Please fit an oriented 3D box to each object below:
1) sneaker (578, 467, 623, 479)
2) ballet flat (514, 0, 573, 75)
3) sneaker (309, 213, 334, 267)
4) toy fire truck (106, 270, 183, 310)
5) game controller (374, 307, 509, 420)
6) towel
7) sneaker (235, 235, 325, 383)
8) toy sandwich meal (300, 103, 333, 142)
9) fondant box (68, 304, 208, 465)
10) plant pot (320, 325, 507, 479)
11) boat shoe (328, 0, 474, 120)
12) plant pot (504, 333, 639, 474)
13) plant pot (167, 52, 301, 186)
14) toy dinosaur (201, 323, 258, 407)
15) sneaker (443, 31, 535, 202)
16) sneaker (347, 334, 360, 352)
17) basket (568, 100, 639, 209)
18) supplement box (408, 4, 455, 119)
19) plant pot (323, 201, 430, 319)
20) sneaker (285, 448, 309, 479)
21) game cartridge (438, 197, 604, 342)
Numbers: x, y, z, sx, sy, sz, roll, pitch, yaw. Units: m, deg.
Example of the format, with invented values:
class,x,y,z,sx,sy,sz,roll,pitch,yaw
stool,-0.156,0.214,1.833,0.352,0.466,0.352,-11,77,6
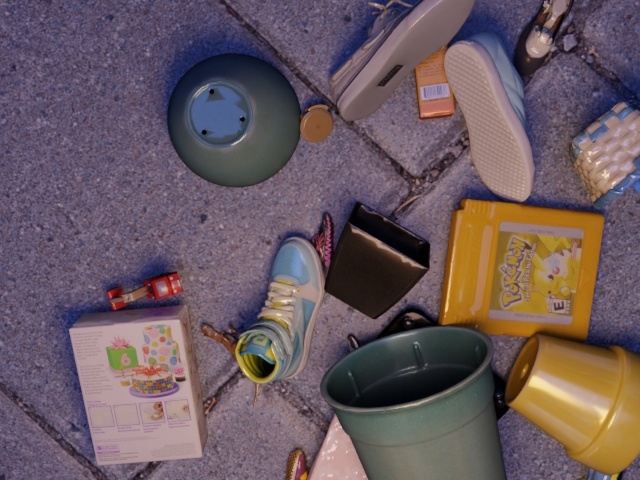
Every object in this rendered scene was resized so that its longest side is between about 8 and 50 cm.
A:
class,x,y,z,sx,sy,sz,roll,pitch,yaw
sneaker,0.602,0.580,1.585,0.082,0.069,0.209,19,107,34
ballet flat,0.467,-0.442,1.490,0.074,0.074,0.203,28,96,0
sneaker,0.000,0.000,1.569,0.057,0.047,0.119,4,94,14
toy fire truck,-0.384,0.110,1.549,0.135,0.192,0.047,-19,95,-24
game controller,0.263,0.295,1.568,0.319,0.067,0.166,41,96,0
towel,0.131,0.551,1.576,0.332,0.053,0.317,20,90,-7
sneaker,-0.086,0.153,1.494,0.127,0.208,0.319,7,95,20
toy sandwich meal,-0.011,-0.254,1.547,0.086,0.029,0.085,-11,122,-18
fondant box,-0.390,0.317,1.563,0.238,0.096,0.330,-5,106,3
plant pot,0.211,0.388,1.405,0.341,0.341,0.334,-17,103,4
boat shoe,0.141,-0.413,1.435,0.367,0.136,0.156,-44,63,39
plant pot,0.522,0.313,1.468,0.239,0.254,0.254,24,96,5
plant pot,-0.192,-0.253,1.477,0.290,0.195,0.290,0,95,3
toy dinosaur,-0.173,0.252,1.598,0.211,0.064,0.112,47,114,7
sneaker,0.386,-0.261,1.483,0.150,0.135,0.365,-37,116,-32
sneaker,0.076,0.263,1.588,0.044,0.040,0.109,-18,94,6
basket,0.638,-0.127,1.418,0.201,0.255,0.289,-37,83,12
supplement box,0.233,-0.376,1.504,0.080,0.078,0.233,-4,94,7
plant pot,0.108,0.052,1.504,0.187,0.188,0.167,30,107,0
sneaker,-0.036,0.560,1.613,0.084,0.069,0.185,5,99,-11
game cartridge,0.427,0.065,1.523,0.324,0.053,0.285,5,95,-8
